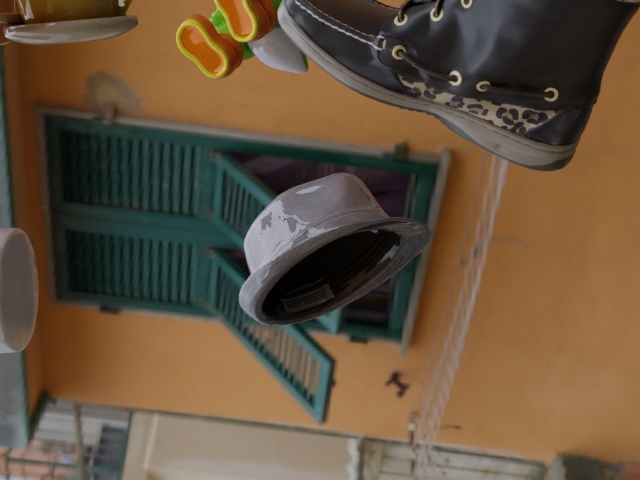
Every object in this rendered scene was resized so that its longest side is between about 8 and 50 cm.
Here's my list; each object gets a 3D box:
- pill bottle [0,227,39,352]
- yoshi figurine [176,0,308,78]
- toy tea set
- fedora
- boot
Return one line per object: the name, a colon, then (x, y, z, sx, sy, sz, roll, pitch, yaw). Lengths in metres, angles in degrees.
pill bottle: (-0.358, 0.043, 0.804, 0.131, 0.229, 0.131, -2, -90, -89)
yoshi figurine: (-0.073, -0.389, 1.520, 0.362, 0.204, 0.203, -36, -43, -51)
toy tea set: (-0.286, -0.186, 0.654, 0.200, 0.336, 0.124, -22, -68, -49)
fedora: (0.000, 0.000, 1.324, 0.275, 0.244, 0.124, -41, 61, 32)
boot: (0.158, -0.264, 1.054, 0.138, 0.377, 0.284, -54, -9, -46)
